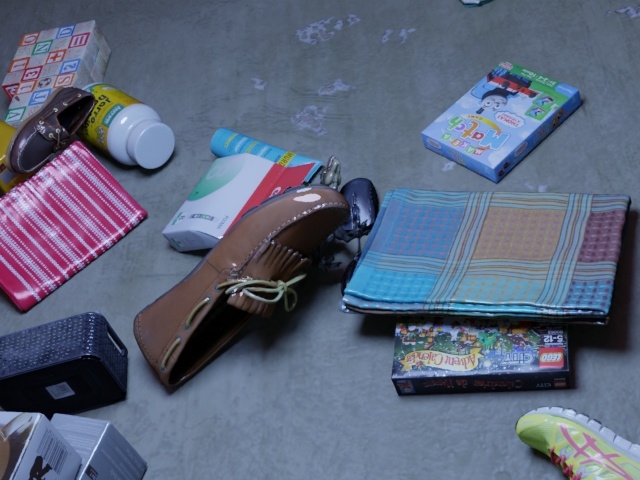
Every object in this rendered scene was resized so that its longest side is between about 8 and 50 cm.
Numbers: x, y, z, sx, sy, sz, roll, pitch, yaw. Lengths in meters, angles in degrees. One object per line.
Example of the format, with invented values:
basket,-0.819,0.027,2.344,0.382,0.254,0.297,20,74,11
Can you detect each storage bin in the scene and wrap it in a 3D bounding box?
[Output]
storage bin,-0.387,0.191,1.462,0.180,0.122,0.084,-15,45,8

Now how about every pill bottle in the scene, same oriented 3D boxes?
pill bottle,-0.364,-0.208,1.824,0.117,0.117,0.208,-43,49,-19

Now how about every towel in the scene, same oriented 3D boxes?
towel,-0.464,-0.029,1.701,0.275,0.031,0.199,-40,77,-16
towel,0.235,0.012,1.399,0.370,0.040,0.271,1,40,24

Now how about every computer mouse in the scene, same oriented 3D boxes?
computer mouse,0.054,-0.012,1.539,0.071,0.041,0.242,-9,47,12

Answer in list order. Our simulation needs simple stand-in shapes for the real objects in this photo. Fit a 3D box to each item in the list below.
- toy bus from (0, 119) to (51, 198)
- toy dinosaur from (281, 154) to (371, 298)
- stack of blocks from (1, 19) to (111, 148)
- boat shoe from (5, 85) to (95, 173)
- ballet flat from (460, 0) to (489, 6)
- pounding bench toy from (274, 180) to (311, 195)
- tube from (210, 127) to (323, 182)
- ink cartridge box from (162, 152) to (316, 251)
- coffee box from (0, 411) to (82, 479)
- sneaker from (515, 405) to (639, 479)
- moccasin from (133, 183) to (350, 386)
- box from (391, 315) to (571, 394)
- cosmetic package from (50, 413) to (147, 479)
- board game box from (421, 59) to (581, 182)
toy bus,-0.601,-0.152,1.853,0.333,0.130,0.108,26,63,37
toy dinosaur,0.000,0.000,1.511,0.118,0.064,0.268,12,70,46
stack of blocks,-0.548,-0.310,2.009,0.171,0.087,0.297,-8,47,14
boat shoe,-0.473,-0.196,1.740,0.073,0.073,0.207,13,56,21
ballet flat,0.399,-0.611,1.896,0.409,0.147,0.147,-38,47,-13
pounding bench toy,-0.023,-0.056,1.590,0.052,0.065,0.083,-43,49,-19
tube,-0.098,-0.139,1.714,0.207,0.052,0.080,24,70,29
ink cartridge box,-0.135,-0.069,1.601,0.225,0.056,0.181,-8,41,49
coffee box,-0.423,0.355,1.153,0.168,0.119,0.297,-1,49,20
sneaker,0.314,0.267,1.155,0.208,0.081,0.094,21,61,34
moccasin,-0.106,0.066,1.416,0.380,0.139,0.147,-38,58,8
box,0.219,0.128,1.344,0.233,0.044,0.159,-5,47,17
cosmetic package,-0.337,0.360,1.286,0.107,0.127,0.238,2,52,23
board game box,0.295,-0.199,1.620,0.211,0.039,0.160,-42,49,-18
